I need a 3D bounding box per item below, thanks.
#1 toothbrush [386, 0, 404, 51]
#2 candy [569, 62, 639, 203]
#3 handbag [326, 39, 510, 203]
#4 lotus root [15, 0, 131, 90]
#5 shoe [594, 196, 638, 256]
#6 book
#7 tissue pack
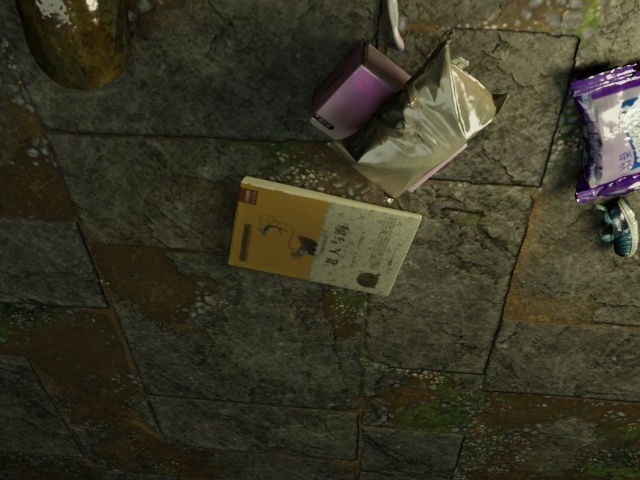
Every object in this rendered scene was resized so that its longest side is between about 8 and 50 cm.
[{"bbox_3d":[0.111,-0.413,0.988,0.027,0.021,0.269,7,137,20],"label":"toothbrush"},{"bbox_3d":[0.517,-0.183,1.130,0.145,0.070,0.275,-13,128,11],"label":"candy"},{"bbox_3d":[0.149,-0.183,1.024,0.182,0.117,0.270,28,124,-35],"label":"handbag"},{"bbox_3d":[-0.391,-0.370,1.009,0.152,0.160,0.274,7,137,16],"label":"lotus root"},{"bbox_3d":[0.594,-0.020,1.287,0.071,0.064,0.143,-13,129,19],"label":"shoe"},{"bbox_3d":[0.000,0.000,1.416,0.389,0.032,0.269,11,135,-4],"label":"book"},{"bbox_3d":[0.122,-0.215,1.136,0.246,0.092,0.148,32,129,-21],"label":"tissue pack"}]
